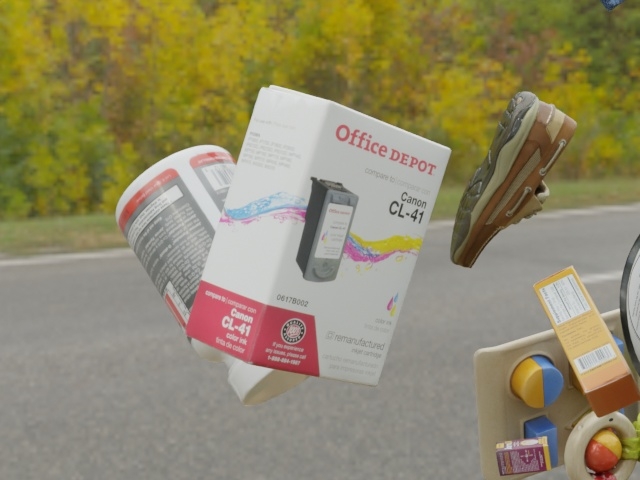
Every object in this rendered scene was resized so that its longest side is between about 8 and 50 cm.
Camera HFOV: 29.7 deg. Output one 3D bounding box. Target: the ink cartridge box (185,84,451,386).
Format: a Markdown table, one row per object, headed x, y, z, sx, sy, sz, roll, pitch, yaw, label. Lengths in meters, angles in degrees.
| x | y | z | sx | sy | sz | roll | pitch | yaw | label |
| --- | --- | --- | --- | --- | --- | --- | --- | --- | --- |
| 0.000 | 0.000 | 1.412 | 0.226 | 0.306 | 0.131 | 16 | 3 | -44 | ink cartridge box |

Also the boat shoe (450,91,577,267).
| x | y | z | sx | sy | sz | roll | pitch | yaw | label |
| --- | --- | --- | --- | --- | --- | --- | --- | --- | --- |
| 0.303 | -0.079 | 1.916 | 0.119 | 0.324 | 0.123 | 20 | 38 | -4 | boat shoe |

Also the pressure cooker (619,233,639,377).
| x | y | z | sx | sy | sz | roll | pitch | yaw | label |
| --- | --- | --- | --- | --- | --- | --- | --- | --- | --- |
| 0.610 | 0.079 | 1.587 | 0.420 | 0.370 | 0.375 | -11 | -14 | -40 | pressure cooker |

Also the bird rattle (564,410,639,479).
| x | y | z | sx | sy | sz | roll | pitch | yaw | label |
| --- | --- | --- | --- | --- | --- | --- | --- | --- | --- |
| 0.537 | 0.419 | 2.289 | 0.253 | 0.207 | 0.143 | -46 | 23 | -4 | bird rattle |

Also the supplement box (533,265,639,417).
| x | y | z | sx | sy | sz | roll | pitch | yaw | label |
| --- | --- | --- | --- | --- | --- | --- | --- | --- | --- |
| 0.403 | 0.150 | 1.831 | 0.080 | 0.078 | 0.233 | -25 | 42 | 10 | supplement box |

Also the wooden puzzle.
| x | y | z | sx | sy | sz | roll | pitch | yaw | label |
| --- | --- | --- | --- | --- | --- | --- | --- | --- | --- |
| 0.484 | 0.322 | 2.384 | 0.347 | 0.322 | 0.080 | -13 | 26 | -11 | wooden puzzle |

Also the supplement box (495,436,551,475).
| x | y | z | sx | sy | sz | roll | pitch | yaw | label |
| --- | --- | --- | --- | --- | --- | --- | --- | --- | --- |
| 0.323 | 0.343 | 1.917 | 0.083 | 0.043 | 0.055 | -9 | 6 | 9 | supplement box |

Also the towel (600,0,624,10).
| x | y | z | sx | sy | sz | roll | pitch | yaw | label |
| --- | --- | --- | --- | --- | --- | --- | --- | --- | --- |
| 0.488 | -0.423 | 1.911 | 0.119 | 0.067 | 0.029 | -35 | 8 | -4 | towel |

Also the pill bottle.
| x | y | z | sx | sy | sz | roll | pitch | yaw | label |
| --- | --- | --- | --- | --- | --- | --- | --- | --- | --- |
| -0.139 | 0.053 | 1.826 | 0.210 | 0.363 | 0.210 | -30 | -18 | -11 | pill bottle |
